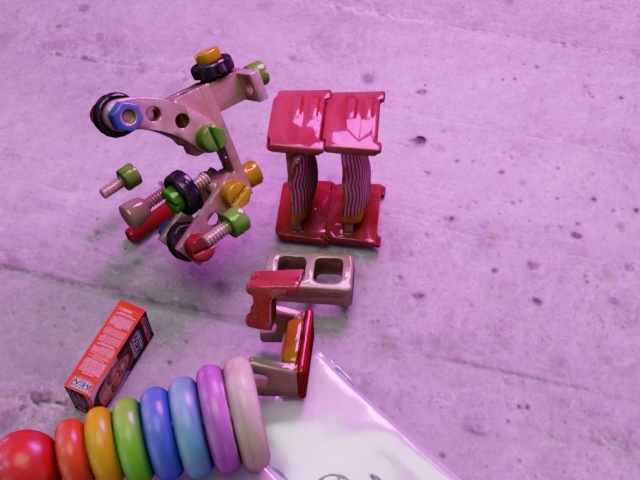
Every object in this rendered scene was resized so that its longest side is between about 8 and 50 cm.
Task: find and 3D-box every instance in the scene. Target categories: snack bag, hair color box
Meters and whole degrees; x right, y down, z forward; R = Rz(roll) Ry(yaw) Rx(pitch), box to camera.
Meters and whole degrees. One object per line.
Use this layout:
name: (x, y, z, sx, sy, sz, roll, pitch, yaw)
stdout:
snack bag: (-0.006, 0.334, 1.420, 0.342, 0.037, 0.323, -40, 63, -21)
hair color box: (-0.277, 0.156, 1.531, 0.043, 0.072, 0.141, 21, 61, 16)

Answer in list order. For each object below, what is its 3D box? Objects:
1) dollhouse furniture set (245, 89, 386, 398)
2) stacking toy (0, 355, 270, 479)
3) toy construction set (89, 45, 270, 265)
dollhouse furniture set: (0.000, 0.000, 1.529, 0.152, 0.201, 0.374, 3, 52, 5)
stacking toy: (-0.233, 0.239, 1.394, 0.330, 0.141, 0.141, -12, 57, -4)
toy construction set: (-0.159, -0.118, 1.576, 0.237, 0.309, 0.257, -37, 89, -22)
